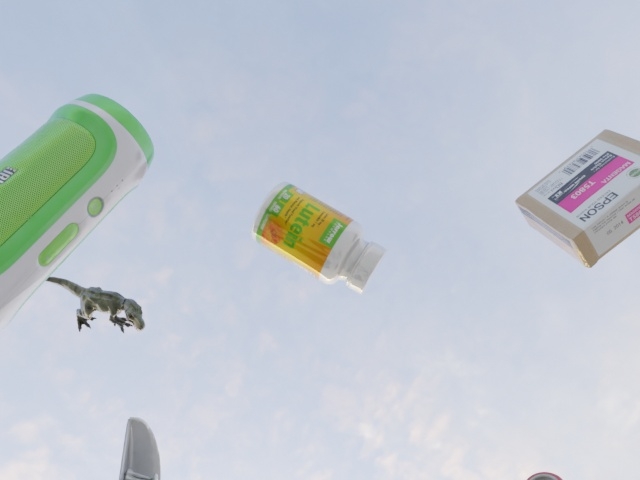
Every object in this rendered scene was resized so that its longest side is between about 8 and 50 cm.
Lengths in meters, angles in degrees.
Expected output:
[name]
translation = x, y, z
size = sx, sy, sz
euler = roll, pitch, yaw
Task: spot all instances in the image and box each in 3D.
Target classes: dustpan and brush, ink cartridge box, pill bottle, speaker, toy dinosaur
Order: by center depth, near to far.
[speaker]
translation = -0.316, -0.030, 0.603
size = 0.131, 0.131, 0.297
euler = 47, -124, -23
[dustpan and brush]
translation = -0.225, 0.337, 0.722
size = 0.060, 0.147, 0.211
euler = 4, -39, -12
[toy dinosaur]
translation = -0.424, 0.125, 1.041
size = 0.268, 0.064, 0.118
euler = 15, -42, 16
[ink cartridge box]
translation = 0.528, -0.087, 1.053
size = 0.234, 0.193, 0.088
euler = -40, -62, 5
[pill bottle]
translation = 0.000, 0.000, 1.074
size = 0.245, 0.136, 0.136
euler = 30, -78, 11

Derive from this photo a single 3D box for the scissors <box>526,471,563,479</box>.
[scissors]
translation = 0.217, 0.372, 0.636
size = 0.297, 0.109, 0.021
euler = -31, -71, -26
